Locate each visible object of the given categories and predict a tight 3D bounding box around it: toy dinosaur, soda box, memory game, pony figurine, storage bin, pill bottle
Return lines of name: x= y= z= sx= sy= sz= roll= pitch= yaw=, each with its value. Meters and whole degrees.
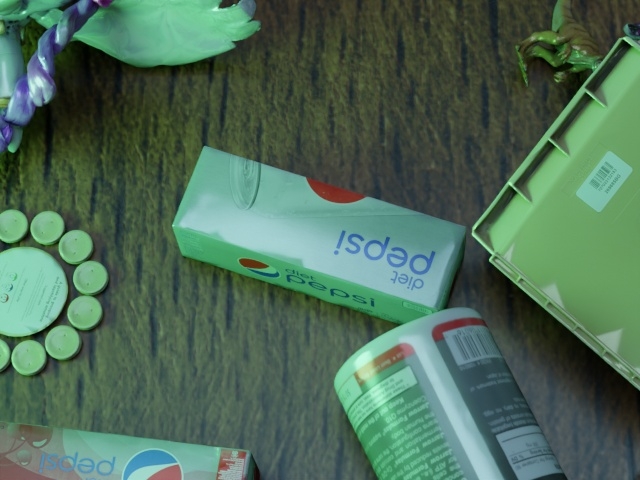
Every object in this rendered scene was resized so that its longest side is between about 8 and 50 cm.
toy dinosaur: x=0.262 y=-0.215 z=1.768 sx=0.112 sy=0.064 sz=0.211 roll=-21 pitch=39 yaw=5
soda box: x=0.000 y=0.000 z=1.691 sx=0.286 sy=0.091 sz=0.098 roll=18 pitch=72 yaw=10
soda box: x=-0.196 y=0.238 z=1.615 sx=0.263 sy=0.092 sz=0.083 roll=6 pitch=70 yaw=6
memory game: x=-0.313 y=0.053 z=1.733 sx=0.186 sy=0.012 sz=0.186 roll=-1 pitch=69 yaw=3
pony figurine: x=-0.284 y=-0.273 z=1.742 sx=0.351 sy=0.303 sz=0.363 roll=-20 pitch=70 yaw=30
storage bin: x=0.327 y=-0.020 z=1.604 sx=0.260 sy=0.123 sz=0.262 roll=42 pitch=108 yaw=16
pill bottle: x=0.140 y=0.221 z=1.565 sx=0.161 sy=0.161 sz=0.283 roll=-24 pitch=71 yaw=-5

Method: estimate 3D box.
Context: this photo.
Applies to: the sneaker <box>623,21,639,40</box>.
sneaker: x=0.375 y=-0.211 z=1.731 sx=0.112 sy=0.121 sz=0.299 roll=24 pitch=73 yaw=21
